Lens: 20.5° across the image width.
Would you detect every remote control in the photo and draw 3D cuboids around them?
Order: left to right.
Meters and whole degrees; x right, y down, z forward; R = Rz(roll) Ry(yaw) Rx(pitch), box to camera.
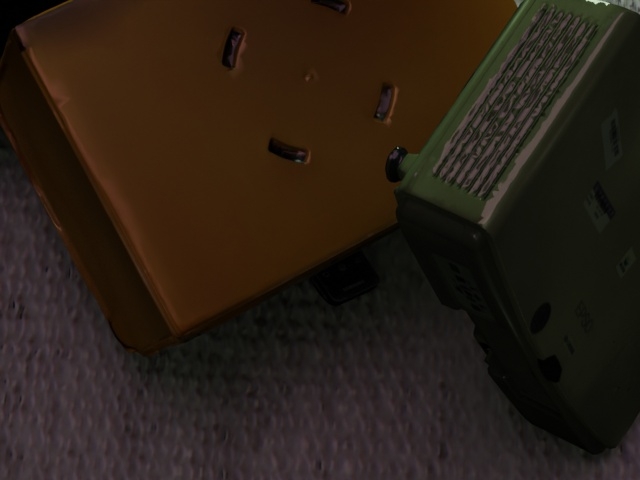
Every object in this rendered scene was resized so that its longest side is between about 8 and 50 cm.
[{"bbox_3d":[0.000,0.000,1.108,0.039,0.014,0.096,-23,62,-16],"label":"remote control"}]

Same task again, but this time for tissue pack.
[{"bbox_3d":[-0.024,-0.075,1.035,0.274,0.145,0.194,-27,87,-19],"label":"tissue pack"}]

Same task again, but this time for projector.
[{"bbox_3d":[0.141,-0.019,0.957,0.088,0.269,0.193,26,73,33],"label":"projector"}]

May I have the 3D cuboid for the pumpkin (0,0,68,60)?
[{"bbox_3d":[-0.223,-0.194,1.117,0.250,0.216,0.250,8,39,-6],"label":"pumpkin"}]
